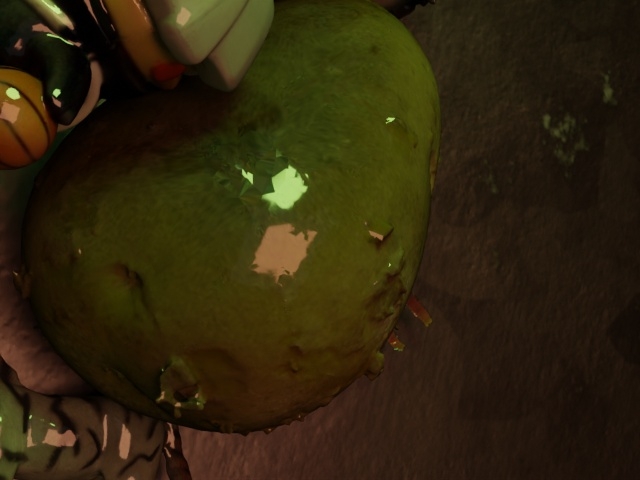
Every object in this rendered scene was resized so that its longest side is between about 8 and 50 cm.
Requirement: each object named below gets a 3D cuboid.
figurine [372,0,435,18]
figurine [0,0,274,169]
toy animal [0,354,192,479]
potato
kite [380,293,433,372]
[{"bbox_3d":[0.020,-0.285,0.720,0.281,0.370,0.167,12,80,14],"label":"figurine"},{"bbox_3d":[-0.142,-0.123,0.560,0.236,0.176,0.133,-32,131,-8],"label":"figurine"},{"bbox_3d":[-0.213,0.159,0.665,0.255,0.089,0.170,32,67,-24],"label":"toy animal"},{"bbox_3d":[-0.033,-0.033,0.689,0.269,0.219,0.359,30,61,20],"label":"potato"},{"bbox_3d":[-0.001,0.000,0.829,0.141,0.015,0.245,-41,96,-22],"label":"kite"}]
